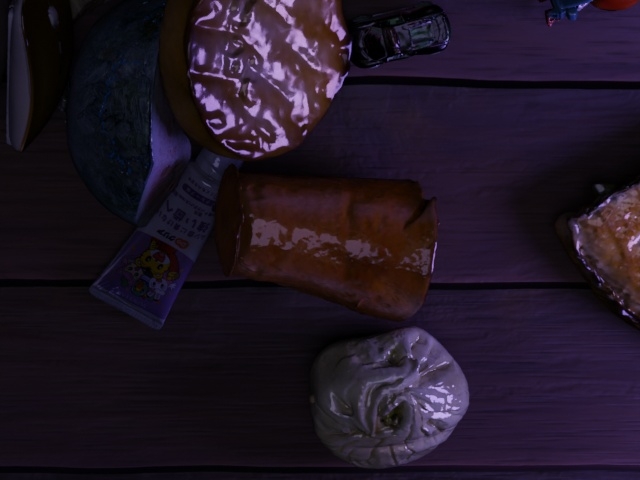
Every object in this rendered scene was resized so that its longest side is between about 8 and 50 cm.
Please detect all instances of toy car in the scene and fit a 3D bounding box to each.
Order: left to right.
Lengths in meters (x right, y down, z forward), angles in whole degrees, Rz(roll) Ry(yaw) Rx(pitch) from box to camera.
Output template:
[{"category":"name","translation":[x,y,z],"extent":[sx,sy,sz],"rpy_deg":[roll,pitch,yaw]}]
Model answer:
[{"category":"toy car","translation":[0.099,-0.265,1.922],"extent":[0.142,0.055,0.069],"rpy_deg":[-12,109,5]}]

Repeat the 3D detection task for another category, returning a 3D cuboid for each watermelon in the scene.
[{"category":"watermelon","translation":[-0.259,-0.176,1.861],"extent":[0.175,0.188,0.321],"rpy_deg":[6,94,13]}]

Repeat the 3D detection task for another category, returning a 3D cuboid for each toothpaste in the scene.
[{"category":"toothpaste","translation":[-0.195,-0.015,1.995],"extent":[0.114,0.073,0.299],"rpy_deg":[29,110,-14]}]

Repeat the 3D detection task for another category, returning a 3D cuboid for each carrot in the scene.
[{"category":"carrot","translation":[0.000,0.000,1.907],"extent":[0.254,0.196,0.195],"rpy_deg":[7,109,-21]}]

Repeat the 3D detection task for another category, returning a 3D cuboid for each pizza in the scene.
[{"category":"pizza","translation":[0.516,0.009,2.017],"extent":[0.392,0.080,0.434],"rpy_deg":[-4,108,-1]}]

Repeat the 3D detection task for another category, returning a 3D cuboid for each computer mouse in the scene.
[{"category":"computer mouse","translation":[-0.353,-0.220,1.858],"extent":[0.056,0.126,0.245],"rpy_deg":[17,131,6]}]

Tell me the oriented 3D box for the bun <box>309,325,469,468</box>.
[{"category":"bun","translation":[0.093,0.221,2.043],"extent":[0.230,0.145,0.229],"rpy_deg":[-1,106,-4]}]

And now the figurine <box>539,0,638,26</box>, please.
[{"category":"figurine","translation":[0.351,-0.323,1.898],"extent":[0.140,0.075,0.068],"rpy_deg":[-15,81,4]}]

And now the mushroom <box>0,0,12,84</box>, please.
[{"category":"mushroom","translation":[-0.552,-0.276,1.788],"extent":[0.295,0.362,0.362],"rpy_deg":[14,115,40]}]

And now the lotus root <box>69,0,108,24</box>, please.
[{"category":"lotus root","translation":[-0.288,-0.355,1.868],"extent":[0.159,0.095,0.135],"rpy_deg":[-10,109,45]}]

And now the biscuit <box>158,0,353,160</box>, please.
[{"category":"biscuit","translation":[-0.085,-0.245,1.830],"extent":[0.102,0.296,0.296],"rpy_deg":[14,114,39]}]
